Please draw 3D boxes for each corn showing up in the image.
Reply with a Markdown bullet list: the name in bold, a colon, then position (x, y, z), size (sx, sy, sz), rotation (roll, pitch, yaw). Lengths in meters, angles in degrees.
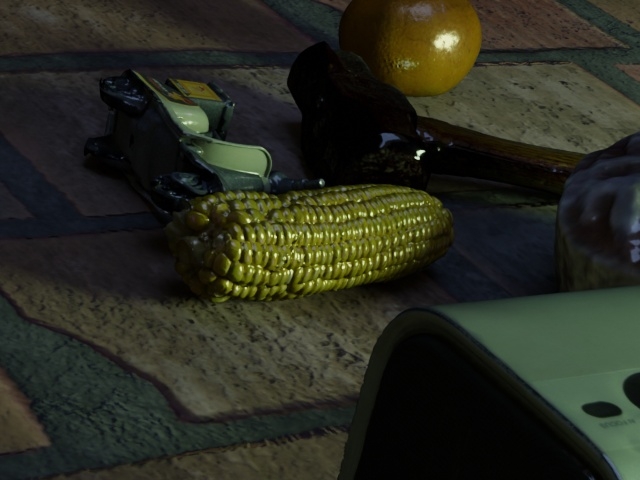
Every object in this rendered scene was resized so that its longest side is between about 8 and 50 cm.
- **corn**: position (0.000, 0.000, 1.651), size (0.291, 0.101, 0.101), rotation (-5, 31, -43)

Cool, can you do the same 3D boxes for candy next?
- **candy**: position (0.316, 0.005, 1.727), size (0.214, 0.157, 0.289), rotation (5, 30, 14)

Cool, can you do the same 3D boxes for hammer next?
- **hammer**: position (0.180, -0.085, 1.924), size (0.408, 0.095, 0.242), rotation (9, 25, -16)

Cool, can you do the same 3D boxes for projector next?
- **projector**: position (0.179, 0.176, 1.185), size (0.249, 0.248, 0.248), rotation (-4, 30, -34)

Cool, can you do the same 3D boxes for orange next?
- **orange**: position (0.096, -0.217, 2.115), size (0.156, 0.124, 0.156), rotation (-3, 19, 1)

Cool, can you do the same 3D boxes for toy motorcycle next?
- **toy motorcycle**: position (-0.115, -0.077, 1.751), size (0.157, 0.091, 0.263), rotation (4, 24, -30)
